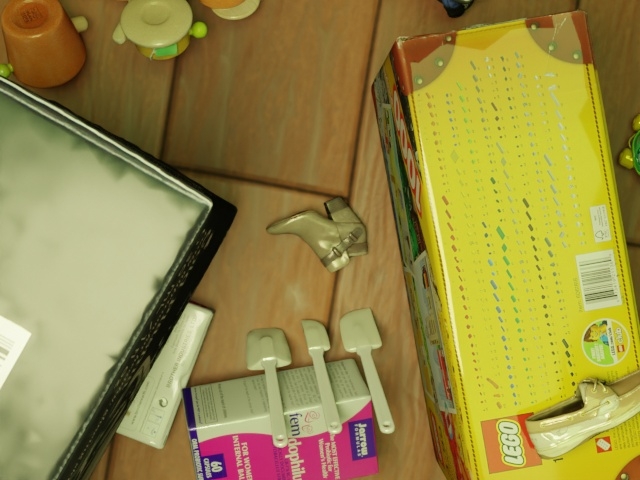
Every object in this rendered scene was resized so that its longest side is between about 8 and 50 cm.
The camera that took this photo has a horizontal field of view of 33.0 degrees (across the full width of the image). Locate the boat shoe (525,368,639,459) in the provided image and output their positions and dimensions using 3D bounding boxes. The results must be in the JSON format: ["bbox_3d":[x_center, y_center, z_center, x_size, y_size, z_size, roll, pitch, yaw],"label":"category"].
[{"bbox_3d":[0.254,0.153,1.009,0.135,0.050,0.045,-32,97,0],"label":"boat shoe"}]

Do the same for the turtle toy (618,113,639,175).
[{"bbox_3d":[0.444,-0.129,1.371,0.095,0.066,0.130,21,90,-2],"label":"turtle toy"}]

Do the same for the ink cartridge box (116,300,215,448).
[{"bbox_3d":[-0.309,0.119,1.359,0.311,0.065,0.185,21,90,-4],"label":"ink cartridge box"}]

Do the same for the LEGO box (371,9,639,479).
[{"bbox_3d":[0.202,0.029,1.216,0.193,0.372,0.499,-10,91,-1],"label":"LEGO box"}]

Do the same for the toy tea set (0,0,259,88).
[{"bbox_3d":[-0.245,-0.281,1.349,0.336,0.124,0.200,2,61,2],"label":"toy tea set"}]

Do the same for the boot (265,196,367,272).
[{"bbox_3d":[0.000,0.000,1.376,0.119,0.042,0.087,-22,94,-1],"label":"boot"}]

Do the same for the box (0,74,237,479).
[{"bbox_3d":[-0.328,0.100,1.094,0.297,0.472,0.479,30,90,-3],"label":"box"}]

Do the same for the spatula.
[{"bbox_3d":[-0.002,0.163,1.292,0.168,0.242,0.019,-7,121,-4],"label":"spatula"}]

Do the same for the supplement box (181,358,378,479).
[{"bbox_3d":[-0.049,0.231,1.317,0.220,0.114,0.111,-10,110,-8],"label":"supplement box"}]

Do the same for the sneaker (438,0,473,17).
[{"bbox_3d":[0.196,-0.380,1.343,0.316,0.127,0.182,-14,95,6],"label":"sneaker"}]
